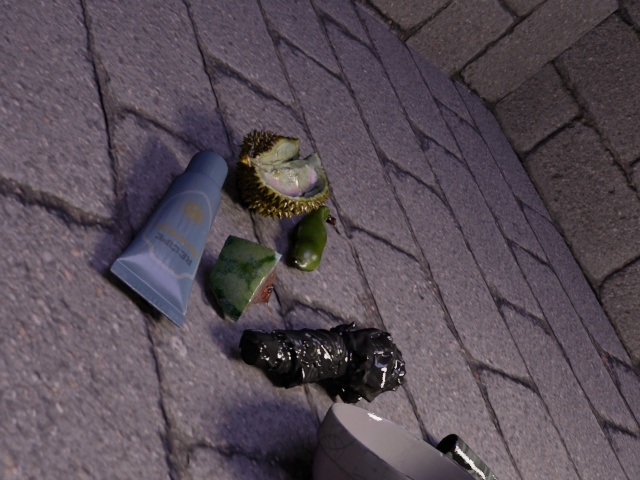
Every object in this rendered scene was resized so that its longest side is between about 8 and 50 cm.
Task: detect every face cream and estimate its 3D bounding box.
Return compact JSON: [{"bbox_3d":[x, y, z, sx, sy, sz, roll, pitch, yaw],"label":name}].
[{"bbox_3d":[-0.222,-0.024,1.462,0.135,0.086,0.385,43,30,-19],"label":"face cream"}]

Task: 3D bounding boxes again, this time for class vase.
[{"bbox_3d":[0.304,0.458,1.743,0.211,0.060,0.060,48,24,-13],"label":"vase"}]

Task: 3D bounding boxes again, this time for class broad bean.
[{"bbox_3d":[-0.007,-0.009,1.846,0.098,0.056,0.318,51,22,-1],"label":"broad bean"}]

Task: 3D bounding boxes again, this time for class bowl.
[{"bbox_3d":[0.105,0.373,1.338,0.287,0.144,0.287,29,3,-2],"label":"bowl"}]

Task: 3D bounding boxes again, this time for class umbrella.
[{"bbox_3d":[0.010,0.208,1.514,0.336,0.128,0.154,2,38,-52],"label":"umbrella"}]

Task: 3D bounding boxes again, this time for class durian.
[{"bbox_3d":[-0.099,-0.114,1.731,0.237,0.137,0.193,17,47,-54],"label":"durian"}]

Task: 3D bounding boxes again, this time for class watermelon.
[{"bbox_3d":[-0.118,0.048,1.519,0.098,0.121,0.158,34,17,14],"label":"watermelon"}]
